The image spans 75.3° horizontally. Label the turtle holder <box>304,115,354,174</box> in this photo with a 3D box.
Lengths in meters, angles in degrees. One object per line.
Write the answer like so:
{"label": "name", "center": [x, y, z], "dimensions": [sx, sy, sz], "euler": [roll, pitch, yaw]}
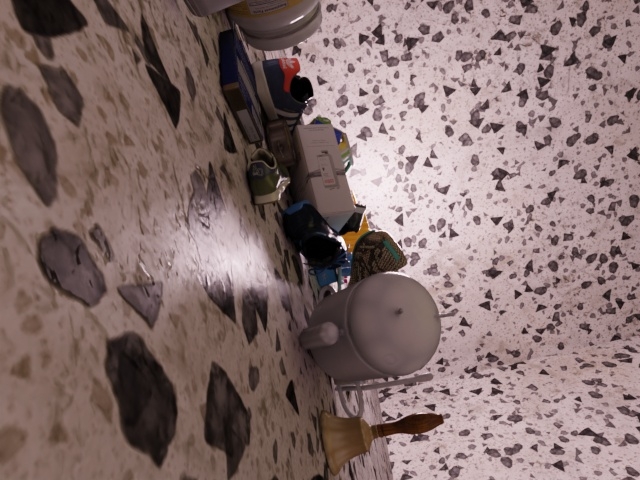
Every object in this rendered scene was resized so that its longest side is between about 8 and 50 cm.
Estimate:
{"label": "turtle holder", "center": [-0.001, -0.345, 1.577], "dimensions": [0.243, 0.227, 0.320], "euler": [-97, 171, -52]}

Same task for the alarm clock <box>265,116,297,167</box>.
{"label": "alarm clock", "center": [-0.105, -0.253, 1.093], "dimensions": [0.192, 0.064, 0.129], "euler": [-100, 174, -69]}

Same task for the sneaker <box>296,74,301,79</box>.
{"label": "sneaker", "center": [-0.108, -0.509, 1.413], "dimensions": [0.086, 0.132, 0.229], "euler": [70, 7, -47]}

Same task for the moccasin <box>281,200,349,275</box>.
{"label": "moccasin", "center": [-0.009, 0.025, 1.090], "dimensions": [0.342, 0.137, 0.117], "euler": [40, 21, -59]}

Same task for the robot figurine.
{"label": "robot figurine", "center": [0.104, 0.184, 0.864], "dimensions": [0.353, 0.299, 0.200], "euler": [-35, -115, 54]}

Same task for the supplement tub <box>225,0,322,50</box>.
{"label": "supplement tub", "center": [-0.128, -0.628, 0.913], "dimensions": [0.331, 0.241, 0.241], "euler": [68, 9, -55]}

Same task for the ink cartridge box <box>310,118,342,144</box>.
{"label": "ink cartridge box", "center": [-0.023, -0.309, 1.349], "dimensions": [0.207, 0.097, 0.046], "euler": [-26, -133, 59]}

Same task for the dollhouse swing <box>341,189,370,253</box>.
{"label": "dollhouse swing", "center": [0.108, -0.115, 1.911], "dimensions": [0.305, 0.315, 0.347], "euler": [106, -24, -58]}

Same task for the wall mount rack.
{"label": "wall mount rack", "center": [0.118, 0.268, 1.071], "dimensions": [0.304, 0.130, 0.350], "euler": [-35, -115, 56]}

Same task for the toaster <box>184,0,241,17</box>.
{"label": "toaster", "center": [-0.148, -0.415, 0.548], "dimensions": [0.110, 0.185, 0.168], "euler": [54, 14, -83]}

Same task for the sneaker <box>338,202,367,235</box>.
{"label": "sneaker", "center": [0.056, -0.072, 1.326], "dimensions": [0.234, 0.078, 0.106], "euler": [14, -83, 57]}

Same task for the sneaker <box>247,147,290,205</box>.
{"label": "sneaker", "center": [-0.101, -0.140, 0.803], "dimensions": [0.192, 0.064, 0.086], "euler": [-87, 167, -64]}

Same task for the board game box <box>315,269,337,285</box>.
{"label": "board game box", "center": [0.000, 0.000, 1.526], "dimensions": [0.316, 0.064, 0.242], "euler": [-85, 160, -75]}

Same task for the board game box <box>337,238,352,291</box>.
{"label": "board game box", "center": [0.089, 0.114, 1.602], "dimensions": [0.390, 0.050, 0.390], "euler": [-89, 177, -55]}

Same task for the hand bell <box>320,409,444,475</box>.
{"label": "hand bell", "center": [0.132, 0.389, 0.851], "dimensions": [0.126, 0.242, 0.126], "euler": [-15, 90, -84]}

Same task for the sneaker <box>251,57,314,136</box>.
{"label": "sneaker", "center": [-0.085, -0.394, 1.224], "dimensions": [0.350, 0.148, 0.131], "euler": [67, 9, -72]}

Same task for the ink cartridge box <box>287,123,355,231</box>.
{"label": "ink cartridge box", "center": [-0.012, -0.164, 1.218], "dimensions": [0.207, 0.117, 0.283], "euler": [126, -47, -64]}

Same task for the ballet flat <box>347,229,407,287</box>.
{"label": "ballet flat", "center": [0.149, 0.170, 1.223], "dimensions": [0.182, 0.164, 0.483], "euler": [51, -28, 27]}

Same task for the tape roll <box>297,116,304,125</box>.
{"label": "tape roll", "center": [-0.124, -0.525, 1.634], "dimensions": [0.219, 0.072, 0.219], "euler": [-15, 90, -84]}

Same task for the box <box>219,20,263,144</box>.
{"label": "box", "center": [-0.160, -0.321, 0.837], "dimensions": [0.136, 0.036, 0.225], "euler": [69, 10, -56]}
